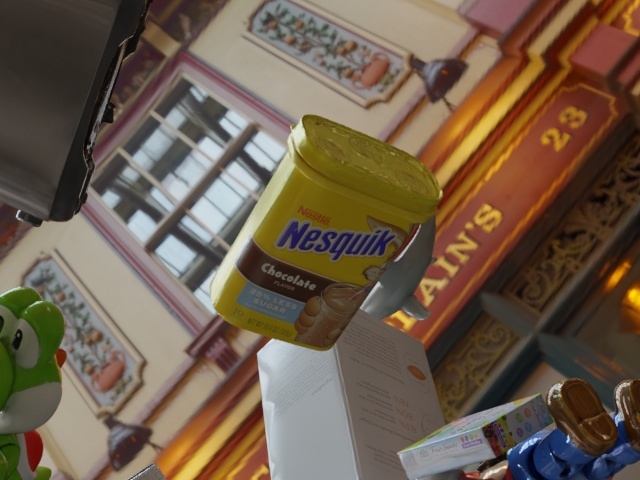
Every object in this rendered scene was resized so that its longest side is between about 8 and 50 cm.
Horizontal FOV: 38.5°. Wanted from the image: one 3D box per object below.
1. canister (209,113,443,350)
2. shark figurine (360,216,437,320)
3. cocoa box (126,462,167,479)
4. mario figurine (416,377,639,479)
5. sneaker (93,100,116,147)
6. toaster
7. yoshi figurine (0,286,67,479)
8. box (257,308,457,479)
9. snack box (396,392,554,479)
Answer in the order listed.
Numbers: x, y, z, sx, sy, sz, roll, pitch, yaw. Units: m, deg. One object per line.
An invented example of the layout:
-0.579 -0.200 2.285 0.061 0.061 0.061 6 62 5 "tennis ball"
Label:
0.000 0.000 0.730 0.126 0.073 0.170 19 -60 -25 "canister"
0.132 0.019 1.528 0.116 0.166 0.278 21 -87 -32 "shark figurine"
-0.252 0.561 1.385 0.228 0.347 0.231 -31 -18 -20 "cocoa box"
0.234 0.245 1.034 0.170 0.198 0.320 -56 -3 -47 "mario figurine"
-0.281 -0.108 0.948 0.152 0.058 0.084 -44 -75 -15 "sneaker"
-0.214 -0.131 0.660 0.146 0.129 0.227 19 -87 -13 "toaster"
-0.385 0.219 0.959 0.203 0.203 0.362 18 -77 -10 "yoshi figurine"
0.054 0.279 1.313 0.215 0.345 0.168 30 -60 -30 "box"
0.163 0.210 0.974 0.100 0.037 0.141 -19 -9 -39 "snack box"
